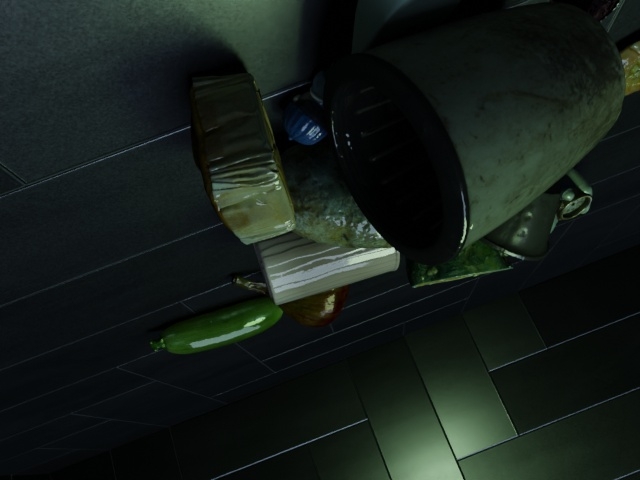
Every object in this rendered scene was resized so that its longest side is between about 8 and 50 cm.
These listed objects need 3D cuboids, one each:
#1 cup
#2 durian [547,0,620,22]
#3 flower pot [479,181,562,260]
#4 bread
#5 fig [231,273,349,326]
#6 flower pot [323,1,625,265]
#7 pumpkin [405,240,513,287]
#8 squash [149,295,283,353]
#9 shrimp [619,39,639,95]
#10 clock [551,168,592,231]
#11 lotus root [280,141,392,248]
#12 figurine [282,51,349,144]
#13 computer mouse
[{"bbox_3d":[-0.003,-0.015,1.162,0.273,0.288,0.208,-17,121,-8],"label":"cup"},{"bbox_3d":[0.403,-0.392,0.780,0.108,0.119,0.187,-53,-172,-30],"label":"durian"},{"bbox_3d":[0.469,-0.091,1.352,0.269,0.269,0.166,-4,133,-38],"label":"flower pot"},{"bbox_3d":[-0.112,-0.112,0.795,0.110,0.192,0.210,-14,160,0],"label":"bread"},{"bbox_3d":[-0.070,0.106,1.462,0.291,0.190,0.190,23,151,1],"label":"fig"},{"bbox_3d":[0.214,-0.163,0.770,0.330,0.293,0.293,-28,161,-19],"label":"flower pot"},{"bbox_3d":[0.357,0.012,1.517,0.264,0.196,0.293,-17,169,27],"label":"pumpkin"},{"bbox_3d":[-0.280,0.245,1.585,0.395,0.107,0.107,-15,157,-15],"label":"squash"},{"bbox_3d":[0.658,-0.366,1.092,0.267,0.061,0.145,-22,149,8],"label":"shrimp"},{"bbox_3d":[0.645,-0.088,1.608,0.243,0.146,0.199,-30,152,10],"label":"clock"},{"bbox_3d":[0.062,-0.072,0.946,0.350,0.174,0.175,8,157,3],"label":"lotus root"},{"bbox_3d":[0.007,-0.206,0.843,0.086,0.087,0.149,33,131,-18],"label":"figurine"},{"bbox_3d":[0.108,-0.303,0.713,0.128,0.079,0.231,-19,175,-14],"label":"computer mouse"}]
